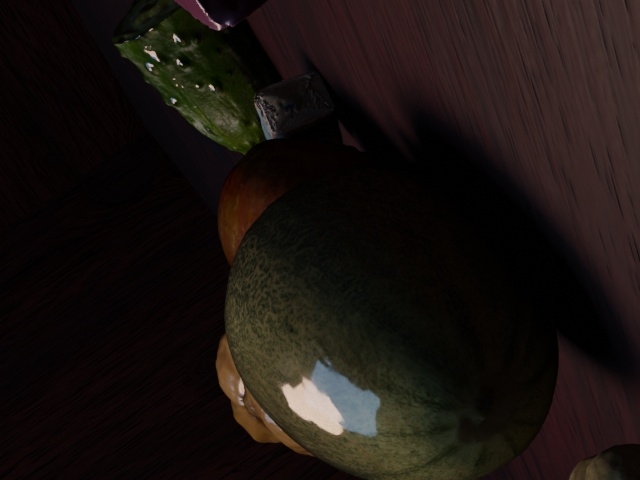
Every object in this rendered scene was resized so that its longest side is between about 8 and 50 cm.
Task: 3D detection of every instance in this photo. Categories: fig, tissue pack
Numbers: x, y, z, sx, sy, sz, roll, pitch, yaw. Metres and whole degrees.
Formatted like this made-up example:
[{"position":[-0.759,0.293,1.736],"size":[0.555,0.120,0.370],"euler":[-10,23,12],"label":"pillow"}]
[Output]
[{"position":[-0.001,-0.001,1.837],"size":[0.205,0.205,0.205],"euler":[54,174,8],"label":"fig"},{"position":[-0.021,-0.118,1.903],"size":[0.094,0.074,0.059],"euler":[78,171,-68],"label":"tissue pack"}]

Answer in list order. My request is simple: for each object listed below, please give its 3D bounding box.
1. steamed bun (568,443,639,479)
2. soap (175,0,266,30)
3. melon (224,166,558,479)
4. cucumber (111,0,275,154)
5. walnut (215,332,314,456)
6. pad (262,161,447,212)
[{"position":[0.247,0.225,1.447],"size":[0.155,0.140,0.172],"euler":[58,178,8],"label":"steamed bun"},{"position":[-0.136,-0.338,1.355],"size":[0.359,0.128,0.233],"euler":[57,176,-18],"label":"soap"},{"position":[0.056,0.071,1.562],"size":[0.329,0.248,0.249],"euler":[33,159,57],"label":"melon"},{"position":[-0.115,-0.176,2.131],"size":[0.244,0.134,0.134],"euler":[54,175,-26],"label":"cucumber"},{"position":[0.012,0.116,2.158],"size":[0.224,0.257,0.257],"euler":[2,131,56],"label":"walnut"},{"position":[0.075,0.048,1.742],"size":[0.267,0.181,0.004],"euler":[59,-151,-30],"label":"pad"}]
